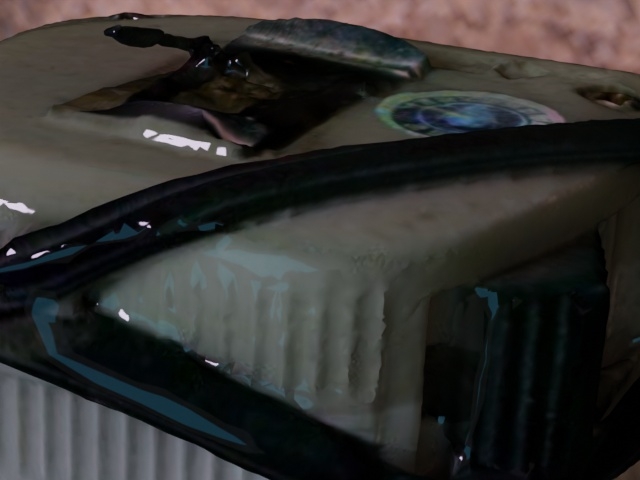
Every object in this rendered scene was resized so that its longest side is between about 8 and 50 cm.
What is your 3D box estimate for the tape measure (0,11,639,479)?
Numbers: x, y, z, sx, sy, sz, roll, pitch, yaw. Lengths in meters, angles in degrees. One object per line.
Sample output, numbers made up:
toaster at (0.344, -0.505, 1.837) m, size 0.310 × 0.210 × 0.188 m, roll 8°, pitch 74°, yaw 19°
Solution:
tape measure at (0.000, 0.000, 0.467) m, size 0.235 × 0.207 × 0.115 m, roll 11°, pitch 110°, yaw 18°
